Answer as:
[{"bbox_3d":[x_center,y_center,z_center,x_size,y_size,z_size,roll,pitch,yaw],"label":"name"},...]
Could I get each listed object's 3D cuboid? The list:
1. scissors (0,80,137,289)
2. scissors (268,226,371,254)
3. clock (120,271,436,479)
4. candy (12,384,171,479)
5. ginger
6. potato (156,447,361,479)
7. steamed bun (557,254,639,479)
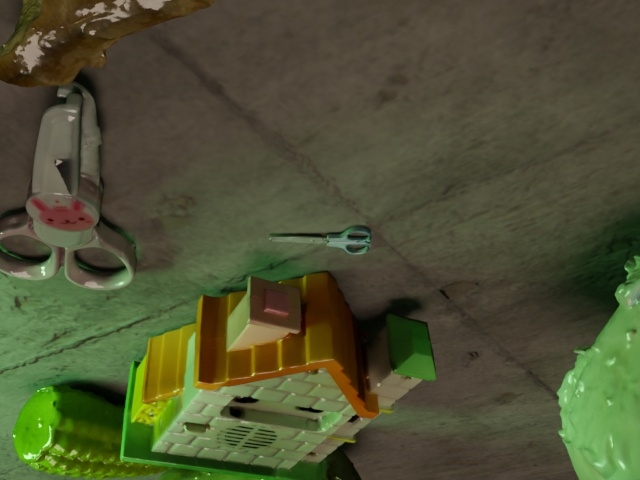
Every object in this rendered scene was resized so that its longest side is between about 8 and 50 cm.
[{"bbox_3d":[-0.187,-0.029,0.552,0.118,0.030,0.242,9,148,-13],"label":"scissors"},{"bbox_3d":[0.000,0.000,0.616,0.083,0.006,0.036,1,147,-2],"label":"scissors"},{"bbox_3d":[-0.043,0.128,0.727,0.220,0.106,0.255,16,138,-23],"label":"clock"},{"bbox_3d":[-0.245,0.230,0.882,0.097,0.096,0.210,-26,143,32],"label":"candy"},{"bbox_3d":[-0.116,-0.125,0.406,0.137,0.044,0.057,-20,112,17],"label":"ginger"},{"bbox_3d":[-0.082,0.345,0.972,0.308,0.173,0.210,-11,146,19],"label":"potato"},{"bbox_3d":[0.373,0.102,0.573,0.312,0.232,0.334,23,148,-33],"label":"steamed bun"}]
